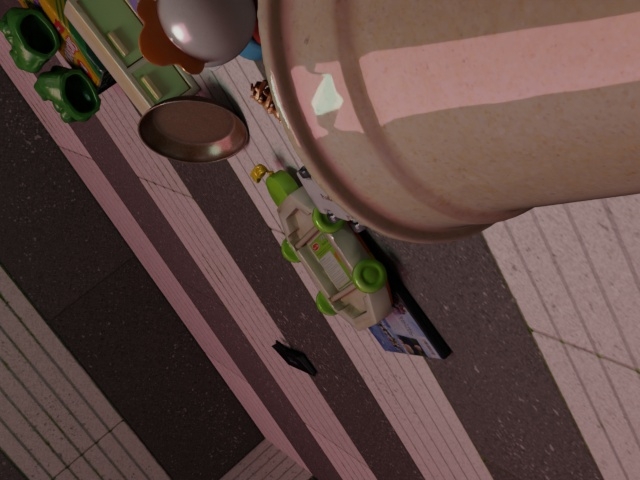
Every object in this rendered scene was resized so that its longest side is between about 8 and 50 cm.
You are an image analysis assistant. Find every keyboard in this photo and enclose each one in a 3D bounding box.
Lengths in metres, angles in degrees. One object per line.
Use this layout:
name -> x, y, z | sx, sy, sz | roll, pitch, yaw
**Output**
keyboard -> -0.077, 0.309, 2.627 | 0.108, 0.023, 0.180 | 50, 163, -20

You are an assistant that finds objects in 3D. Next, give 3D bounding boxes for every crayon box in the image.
crayon box -> -0.540, -0.474, 2.068 | 0.318, 0.081, 0.202 | 52, 163, -5

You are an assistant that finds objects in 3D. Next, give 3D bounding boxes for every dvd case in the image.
dvd case -> 0.125, 0.134, 1.779 | 0.180, 0.022, 0.253 | 54, 162, -10

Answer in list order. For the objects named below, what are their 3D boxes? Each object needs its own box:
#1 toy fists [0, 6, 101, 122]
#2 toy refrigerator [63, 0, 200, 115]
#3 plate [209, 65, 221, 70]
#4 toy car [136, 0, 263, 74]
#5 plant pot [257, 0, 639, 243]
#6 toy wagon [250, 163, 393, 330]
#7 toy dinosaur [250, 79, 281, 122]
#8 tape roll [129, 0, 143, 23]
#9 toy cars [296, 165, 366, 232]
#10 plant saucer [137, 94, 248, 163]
toy fists -> -0.585, -0.372, 2.094 | 0.279, 0.096, 0.142 | 56, 163, -24
toy refrigerator -> -0.349, -0.353, 1.814 | 0.269, 0.102, 0.094 | 54, 162, -8
plate -> -0.164, -0.394, 1.293 | 0.277, 0.045, 0.278 | 52, 148, -6
toy car -> -0.124, -0.285, 1.101 | 0.210, 0.238, 0.219 | 51, 146, -5
plant pot -> 0.181, -0.157, 0.639 | 0.305, 0.334, 0.334 | 4, 133, 51
toy wagon -> 0.000, 0.000, 1.708 | 0.344, 0.068, 0.267 | 57, 161, 3
toy dinosaur -> 0.098, -0.122, 0.980 | 0.322, 0.218, 0.164 | 10, 177, -44
tape roll -> -0.221, -0.371, 1.503 | 0.189, 0.080, 0.189 | 44, 160, 20
toy cars -> 0.036, -0.128, 1.374 | 0.176, 0.087, 0.394 | 49, 166, 21
plant saucer -> -0.230, -0.207, 1.770 | 0.199, 0.198, 0.036 | 87, -178, -62
